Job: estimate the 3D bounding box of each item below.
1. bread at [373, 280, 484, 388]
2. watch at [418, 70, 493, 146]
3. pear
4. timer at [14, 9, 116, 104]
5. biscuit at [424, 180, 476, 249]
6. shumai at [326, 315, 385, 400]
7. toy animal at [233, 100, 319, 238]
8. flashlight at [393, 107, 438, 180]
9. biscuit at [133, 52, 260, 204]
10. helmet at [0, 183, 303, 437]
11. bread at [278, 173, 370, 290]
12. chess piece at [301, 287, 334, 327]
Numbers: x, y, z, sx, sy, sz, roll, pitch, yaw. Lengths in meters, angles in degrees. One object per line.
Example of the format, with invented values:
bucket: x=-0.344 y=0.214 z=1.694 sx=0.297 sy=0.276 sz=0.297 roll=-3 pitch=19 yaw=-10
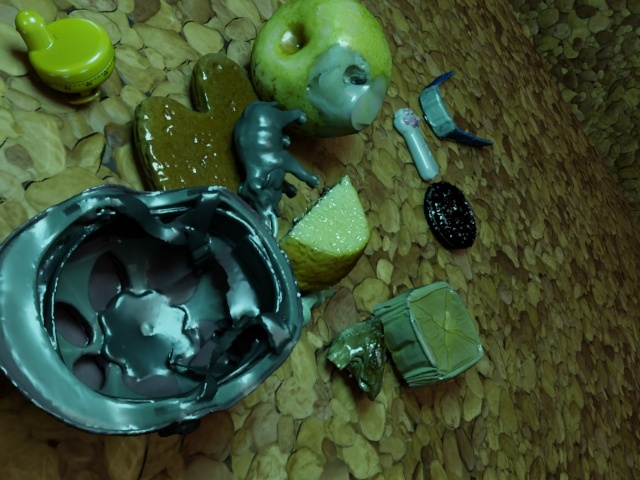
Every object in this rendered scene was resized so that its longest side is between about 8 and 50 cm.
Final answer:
bread: x=0.217 y=0.187 z=1.045 sx=0.210 sy=0.110 sz=0.192 roll=-13 pitch=75 yaw=-49
watch: x=0.406 y=-0.361 z=1.556 sx=0.276 sy=0.068 sz=0.274 roll=57 pitch=37 yaw=-8
pear: x=0.007 y=-0.311 z=0.959 sx=0.271 sy=0.271 sz=0.271 roll=23 pitch=56 yaw=-38
timer: x=-0.329 y=-0.251 z=0.679 sx=0.107 sy=0.109 sz=0.107 roll=0 pitch=63 yaw=-1
biscuit: x=0.335 y=-0.065 z=1.334 sx=0.194 sy=0.053 sz=0.194 roll=22 pitch=56 yaw=-38
shumai: x=0.072 y=0.200 z=0.917 sx=0.123 sy=0.105 sz=0.139 roll=87 pitch=27 yaw=-52
toy animal: x=-0.074 y=-0.102 z=0.828 sx=0.137 sy=0.082 sz=0.269 roll=11 pitch=70 yaw=-44
flashlight: x=0.252 y=-0.249 z=1.340 sx=0.093 sy=0.047 sz=0.200 roll=-22 pitch=87 yaw=-50
biscuit: x=-0.186 y=-0.170 z=0.831 sx=0.277 sy=0.052 sz=0.262 roll=-27 pitch=95 yaw=-51
helmet: x=-0.196 y=0.085 z=0.591 sx=0.338 sy=0.197 sz=0.271 roll=-20 pitch=78 yaw=-42
bread: x=0.009 y=0.003 z=0.878 sx=0.134 sy=0.129 sz=0.260 roll=41 pitch=41 yaw=-3
chess piece: x=-0.013 y=0.097 z=0.888 sx=0.149 sy=0.059 sz=0.059 roll=-34 pitch=97 yaw=-53
